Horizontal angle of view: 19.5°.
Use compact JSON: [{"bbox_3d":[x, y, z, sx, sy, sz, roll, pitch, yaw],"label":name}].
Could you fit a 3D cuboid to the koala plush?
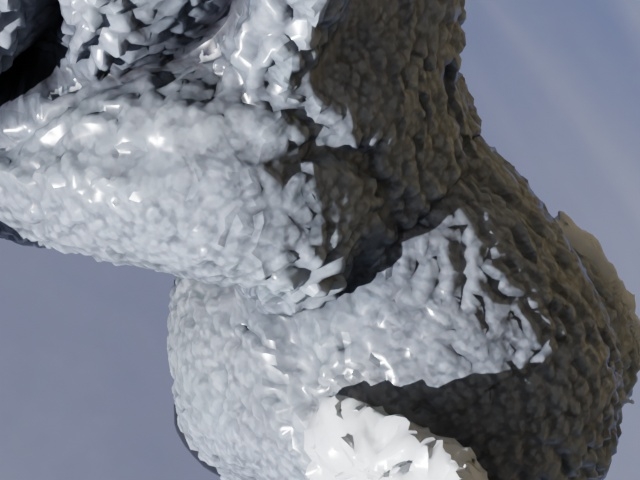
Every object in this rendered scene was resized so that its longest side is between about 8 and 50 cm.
[{"bbox_3d":[0.000,0.000,0.486,0.221,0.203,0.196,52,-152,-6],"label":"koala plush"}]
